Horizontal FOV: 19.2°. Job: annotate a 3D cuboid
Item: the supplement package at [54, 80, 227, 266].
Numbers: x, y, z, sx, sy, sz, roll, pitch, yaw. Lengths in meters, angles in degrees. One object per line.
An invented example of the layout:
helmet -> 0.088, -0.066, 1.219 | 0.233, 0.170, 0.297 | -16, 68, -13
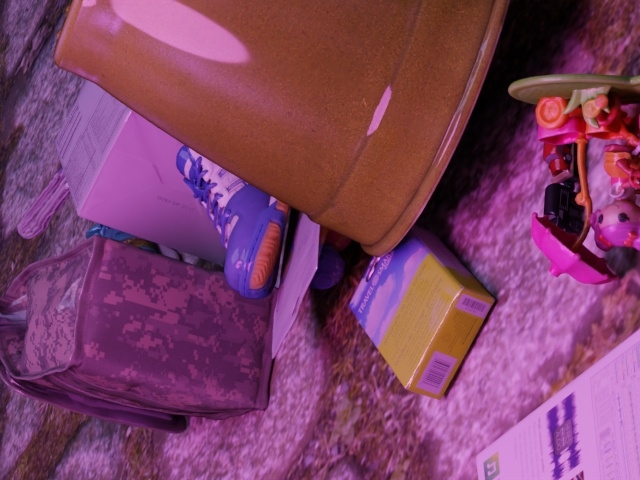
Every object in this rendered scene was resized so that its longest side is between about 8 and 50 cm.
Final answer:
supplement package -> -0.187, -0.103, 2.243 | 0.149, 0.194, 0.203 | -61, 27, 18

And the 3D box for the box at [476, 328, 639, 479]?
box -> 0.229, 0.187, 1.351 | 0.322, 0.058, 0.232 | -46, 34, 43

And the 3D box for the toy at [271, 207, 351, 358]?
toy -> 0.000, 0.000, 1.947 | 0.237, 0.056, 0.137 | -89, 18, -48

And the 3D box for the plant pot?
plant pot -> -0.048, -0.215, 1.760 | 0.366, 0.353, 0.366 | -160, 90, -80

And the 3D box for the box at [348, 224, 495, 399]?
box -> 0.089, 0.059, 1.741 | 0.109, 0.042, 0.178 | -63, 25, 13

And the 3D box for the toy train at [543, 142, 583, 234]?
toy train -> 0.206, -0.073, 1.611 | 0.027, 0.036, 0.158 | -35, 42, 51

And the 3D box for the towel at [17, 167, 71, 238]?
towel -> -0.275, -0.124, 2.472 | 0.285, 0.034, 0.209 | -48, 4, -34

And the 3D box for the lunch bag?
lunch bag -> -0.214, 0.113, 2.088 | 0.287, 0.235, 0.168 | -19, 58, 59

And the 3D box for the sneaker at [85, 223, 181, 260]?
sneaker -> -0.245, 0.025, 2.368 | 0.107, 0.110, 0.275 | -54, 30, 31

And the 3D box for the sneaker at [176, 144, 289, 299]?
sneaker -> -0.096, -0.049, 2.043 | 0.296, 0.131, 0.112 | -85, 7, -51

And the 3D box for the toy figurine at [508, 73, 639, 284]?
toy figurine -> 0.229, -0.044, 1.496 | 0.173, 0.130, 0.159 | -2, 83, 38
